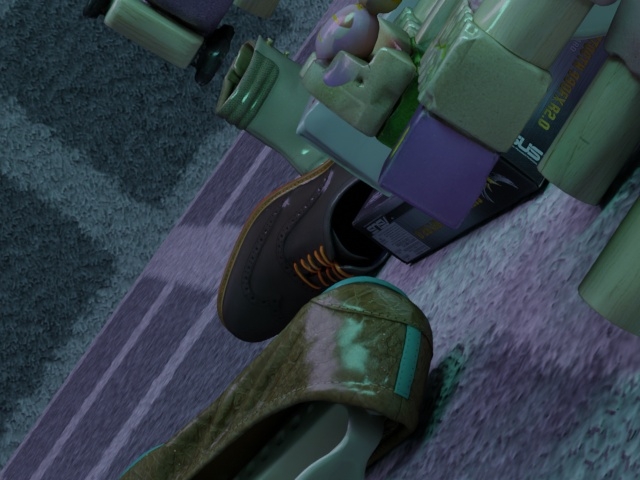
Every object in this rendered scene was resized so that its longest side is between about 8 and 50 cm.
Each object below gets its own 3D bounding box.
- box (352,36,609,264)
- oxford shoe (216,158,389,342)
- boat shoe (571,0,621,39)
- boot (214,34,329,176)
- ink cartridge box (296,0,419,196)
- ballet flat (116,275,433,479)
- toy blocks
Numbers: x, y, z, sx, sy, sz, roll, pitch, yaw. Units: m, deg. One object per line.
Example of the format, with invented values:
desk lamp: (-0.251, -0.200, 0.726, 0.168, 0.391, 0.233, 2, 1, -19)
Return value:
box: (0.125, -0.092, 1.295, 0.183, 0.056, 0.231, -57, 9, -23)
oxford shoe: (0.000, 0.000, 1.486, 0.271, 0.097, 0.098, -49, 16, 29)
boat shoe: (0.246, -0.263, 1.171, 0.340, 0.127, 0.158, -45, 4, 7)
boot: (-0.006, -0.154, 1.836, 0.077, 0.165, 0.213, -43, 16, 48)
ink cartridge box: (0.069, -0.140, 1.299, 0.148, 0.086, 0.203, -51, 10, 24)
ballet flat: (-0.046, 0.165, 1.140, 0.342, 0.116, 0.124, -44, 32, 30)
toy blocks: (0.098, -0.162, 0.885, 0.260, 0.309, 0.288, -58, 8, 16)
